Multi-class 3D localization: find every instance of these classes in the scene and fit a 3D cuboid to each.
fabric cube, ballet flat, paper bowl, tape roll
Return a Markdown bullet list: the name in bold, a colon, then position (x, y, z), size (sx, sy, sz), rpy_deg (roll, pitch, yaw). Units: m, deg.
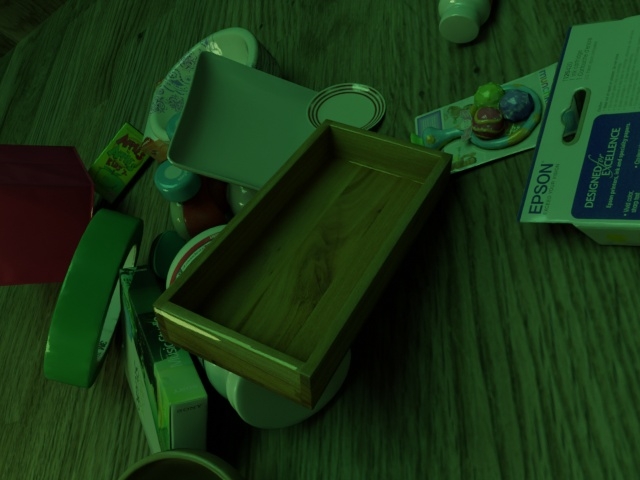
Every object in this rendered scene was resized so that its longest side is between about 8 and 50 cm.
- **fabric cube**: position (-0.681, -0.066, 1.419), size (0.259, 0.258, 0.254), rpy_deg (43, 128, 49)
- **ballet flat**: position (-0.283, 0.101, 1.146), size (0.096, 0.095, 0.280), rpy_deg (-47, 40, 24)
- **paper bowl**: position (-0.202, -0.285, 1.287), size (0.284, 0.148, 0.284), rpy_deg (-21, 50, 27)
- **tape roll**: position (-0.407, 0.103, 1.135), size (0.321, 0.077, 0.321), rpy_deg (-163, 90, -81)

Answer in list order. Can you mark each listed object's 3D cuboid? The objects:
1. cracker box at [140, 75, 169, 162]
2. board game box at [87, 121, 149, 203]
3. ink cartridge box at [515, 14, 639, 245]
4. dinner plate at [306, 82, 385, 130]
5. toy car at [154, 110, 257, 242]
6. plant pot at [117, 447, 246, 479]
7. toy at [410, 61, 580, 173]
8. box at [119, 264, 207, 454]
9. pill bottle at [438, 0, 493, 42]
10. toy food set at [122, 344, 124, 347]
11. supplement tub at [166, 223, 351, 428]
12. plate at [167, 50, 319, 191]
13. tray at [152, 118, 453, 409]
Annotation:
- **cracker box**: position (-0.342, -0.318, 1.500), size (0.155, 0.067, 0.232), rpy_deg (-22, 51, 30)
- **board game box**: position (-0.492, -0.190, 1.521), size (0.181, 0.092, 0.043), rpy_deg (-51, 16, 2)
- **ink cartridge box**: position (0.412, -0.136, 0.705), size (0.307, 0.072, 0.304), rpy_deg (3, 66, 45)
- **dinner plate**: position (0.045, -0.229, 1.098), size (0.141, 0.017, 0.141), rpy_deg (-5, 53, 7)
- **toy car**: position (-0.139, -0.100, 1.113), size (0.238, 0.219, 0.210), rpy_deg (-2, 56, 7)
- **plant pot**: position (-0.157, 0.382, 0.793), size (0.237, 0.109, 0.237), rpy_deg (-3, 82, 20)
- **toy**: position (0.237, -0.180, 0.896), size (0.237, 0.056, 0.137), rpy_deg (-20, 52, 32)
- **box**: position (-0.247, 0.219, 0.955), size (0.322, 0.058, 0.232), rpy_deg (47, 139, 48)
- **pill bottle**: position (0.243, -0.406, 1.023), size (0.086, 0.086, 0.152), rpy_deg (-2, 62, 41)
- **toy food set**: position (-0.345, 0.160, 1.210), size (0.078, 0.019, 0.122), rpy_deg (11, 71, 45)
- **supplement tub**: position (-0.095, 0.113, 0.891), size (0.191, 0.191, 0.272), rpy_deg (-50, 42, 3)
- **plate**: position (-0.103, -0.181, 1.064), size (0.045, 0.277, 0.278), rpy_deg (126, 156, -49)
- **tray**: position (0.000, 0.000, 0.800), size (0.202, 0.076, 0.411), rpy_deg (20, 49, 21)
